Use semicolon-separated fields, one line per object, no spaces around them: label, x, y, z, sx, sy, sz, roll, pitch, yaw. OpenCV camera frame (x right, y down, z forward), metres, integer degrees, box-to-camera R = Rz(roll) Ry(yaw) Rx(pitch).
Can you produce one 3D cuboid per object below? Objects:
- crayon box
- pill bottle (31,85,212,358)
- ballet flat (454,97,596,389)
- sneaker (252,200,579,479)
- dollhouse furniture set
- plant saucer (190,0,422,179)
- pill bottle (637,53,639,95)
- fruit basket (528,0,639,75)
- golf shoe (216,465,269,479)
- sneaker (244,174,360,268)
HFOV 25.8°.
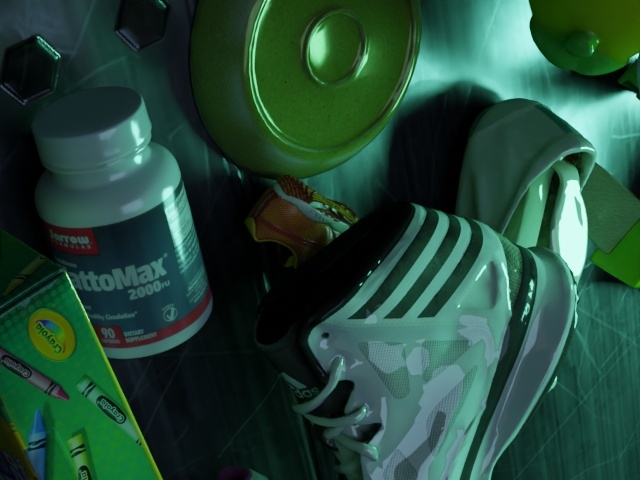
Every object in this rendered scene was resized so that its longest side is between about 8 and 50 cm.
crayon box;-0.203;0.120;0.988;0.081;0.165;0.278;-36;128;-25
pill bottle;-0.148;-0.014;1.020;0.108;0.108;0.180;-31;125;-29
ballet flat;0.176;0.068;1.328;0.139;0.139;0.400;-5;111;-40
sneaker;0.023;0.176;1.161;0.257;0.169;0.447;23;84;-27
dollhouse furniture set;0.381;-0.058;1.505;0.197;0.151;0.301;-52;155;16
plant saucer;0.002;-0.160;1.142;0.241;0.037;0.241;-18;120;-35
pill bottle;0.401;-0.159;1.164;0.176;0.318;0.176;0;88;-8
fruit basket;0.278;-0.302;1.096;0.283;0.392;0.392;2;106;-42
golf shoe;-0.129;0.320;1.190;0.306;0.115;0.140;-45;124;-29
sneaker;0.000;0.000;1.204;0.067;0.064;0.175;-46;134;15
